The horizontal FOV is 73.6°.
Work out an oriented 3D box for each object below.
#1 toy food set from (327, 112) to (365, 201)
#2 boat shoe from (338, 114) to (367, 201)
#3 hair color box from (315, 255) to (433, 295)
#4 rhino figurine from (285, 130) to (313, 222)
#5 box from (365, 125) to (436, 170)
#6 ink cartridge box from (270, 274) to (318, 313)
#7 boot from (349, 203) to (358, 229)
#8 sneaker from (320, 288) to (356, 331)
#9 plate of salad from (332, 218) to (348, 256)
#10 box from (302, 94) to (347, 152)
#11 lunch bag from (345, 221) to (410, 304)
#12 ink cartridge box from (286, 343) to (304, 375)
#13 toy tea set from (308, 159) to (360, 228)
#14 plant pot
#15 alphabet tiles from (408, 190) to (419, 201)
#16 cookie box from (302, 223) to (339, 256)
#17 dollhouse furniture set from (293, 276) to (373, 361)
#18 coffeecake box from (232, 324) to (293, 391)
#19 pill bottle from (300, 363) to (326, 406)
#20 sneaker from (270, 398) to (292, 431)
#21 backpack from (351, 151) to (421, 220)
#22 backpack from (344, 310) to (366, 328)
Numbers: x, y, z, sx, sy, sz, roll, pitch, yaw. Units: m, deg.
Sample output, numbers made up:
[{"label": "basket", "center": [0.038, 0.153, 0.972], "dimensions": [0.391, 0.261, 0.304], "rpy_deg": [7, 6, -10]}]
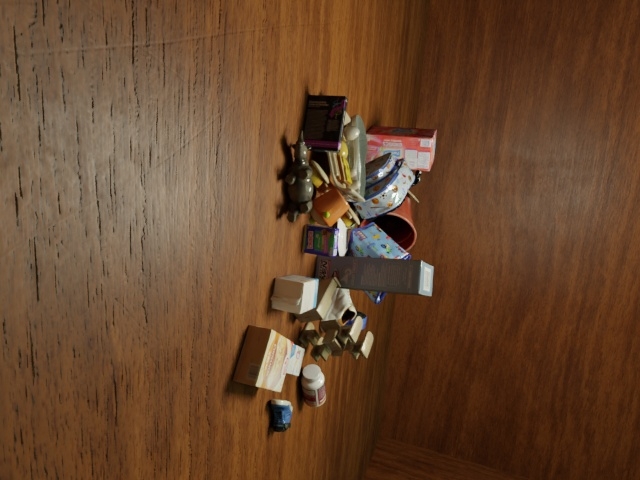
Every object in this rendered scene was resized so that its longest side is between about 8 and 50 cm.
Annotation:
[{"label": "toy food set", "center": [0.090, -0.286, 1.409], "dimensions": [0.220, 0.092, 0.306], "rpy_deg": [12, 66, -74]}, {"label": "boat shoe", "center": [0.112, -0.302, 1.597], "dimensions": [0.118, 0.103, 0.320], "rpy_deg": [-35, 127, -64]}, {"label": "hair color box", "center": [0.188, 0.123, 1.507], "dimensions": [0.185, 0.375, 0.113], "rpy_deg": [21, 73, -62]}, {"label": "rhino figurine", "center": [-0.057, -0.177, 1.176], "dimensions": [0.106, 0.073, 0.243], "rpy_deg": [-66, 158, -73]}, {"label": "box", "center": [0.359, -0.417, 1.927], "dimensions": [0.142, 0.300, 0.154], "rpy_deg": [-54, 147, -53]}, {"label": "ink cartridge box", "center": [-0.074, 0.154, 1.236], "dimensions": [0.143, 0.092, 0.089], "rpy_deg": [1, 96, -72]}, {"label": "boot", "center": [0.144, -0.106, 1.853], "dimensions": [0.106, 0.037, 0.114], "rpy_deg": [51, 55, -62]}, {"label": "sneaker", "center": [0.100, 0.261, 1.746], "dimensions": [0.106, 0.123, 0.290], "rpy_deg": [77, 27, -43]}, {"label": "plate of salad", "center": [0.076, -0.024, 1.668], "dimensions": [0.200, 0.048, 0.199], "rpy_deg": [-1, 90, -78]}, {"label": "box", "center": [0.011, -0.338, 1.238], "dimensions": [0.029, 0.116, 0.162], "rpy_deg": [8, 90, -73]}, {"label": "lunch bag", "center": [0.201, 0.113, 1.763], "dimensions": [0.138, 0.221, 0.293], "rpy_deg": [-20, 143, -37]}, {"label": "ink cartridge box", "center": [-0.097, 0.366, 1.324], "dimensions": [0.122, 0.052, 0.088], "rpy_deg": [56, 45, -65]}, {"label": "toy tea set", "center": [0.018, -0.105, 1.369], "dimensions": [0.124, 0.200, 0.336], "rpy_deg": [-37, 157, 5]}, {"label": "plant pot", "center": [0.333, -0.114, 2.089], "dimensions": [0.265, 0.273, 0.272], "rpy_deg": [-75, 162, -45]}, {"label": "alphabet tiles", "center": [0.386, -0.306, 2.165], "dimensions": [0.011, 0.285, 0.342], "rpy_deg": [-45, 165, 12]}, {"label": "cookie box", "center": [0.000, 0.000, 1.364], "dimensions": [0.040, 0.107, 0.091], "rpy_deg": [-12, 109, -68]}, {"label": "dollhouse furniture set", "center": [0.040, 0.271, 1.451], "dimensions": [0.242, 0.212, 0.161], "rpy_deg": [57, 39, -23]}, {"label": "coffeecake box", "center": [-0.146, 0.318, 1.138], "dimensions": [0.185, 0.068, 0.142], "rpy_deg": [59, 42, -63]}, {"label": "pill bottle", "center": [-0.026, 0.522, 1.544], "dimensions": [0.086, 0.086, 0.152], "rpy_deg": [-57, 150, -50]}, {"label": "sneaker", "center": [-0.123, 0.542, 1.314], "dimensions": [0.152, 0.058, 0.084], "rpy_deg": [79, 17, -58]}, {"label": "backpack", "center": [0.242, -0.214, 1.746], "dimensions": [0.213, 0.276, 0.263], "rpy_deg": [44, 42, -21]}, {"label": "backpack", "center": [0.145, 0.364, 1.918], "dimensions": [0.098, 0.120, 0.101], "rpy_deg": [-26, 122, -68]}]
